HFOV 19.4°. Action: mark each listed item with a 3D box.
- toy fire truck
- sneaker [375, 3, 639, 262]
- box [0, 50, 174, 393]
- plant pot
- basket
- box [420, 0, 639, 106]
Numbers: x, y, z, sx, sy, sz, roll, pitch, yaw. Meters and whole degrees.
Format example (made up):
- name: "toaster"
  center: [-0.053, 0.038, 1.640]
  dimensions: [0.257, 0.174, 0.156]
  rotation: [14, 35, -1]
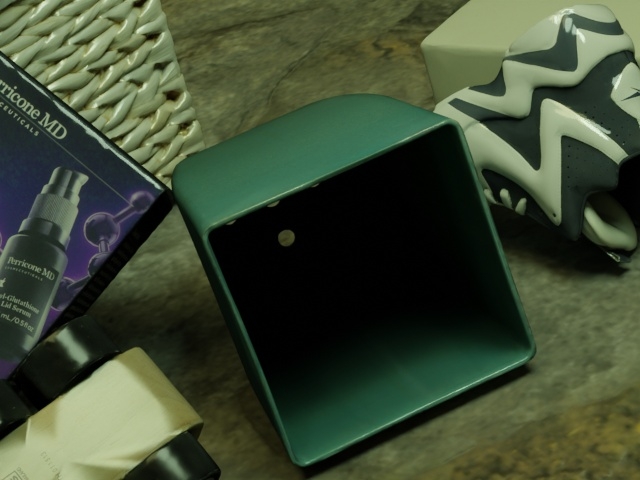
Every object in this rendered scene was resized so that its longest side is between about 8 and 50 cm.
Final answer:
- name: "toy fire truck"
  center: [-0.193, 0.166, 1.085]
  dimensions: [0.217, 0.246, 0.158]
  rotation: [-37, 76, -25]
- name: "sneaker"
  center: [0.140, -0.032, 1.243]
  dimensions: [0.235, 0.153, 0.094]
  rotation: [-39, -20, 33]
- name: "box"
  center: [-0.219, 0.001, 1.230]
  dimensions: [0.207, 0.153, 0.108]
  rotation: [-52, -2, -4]
- name: "plant pot"
  center: [0.000, 0.000, 1.203]
  dimensions: [0.166, 0.165, 0.234]
  rotation: [-24, 22, -9]
- name: "basket"
  center: [-0.316, -0.114, 1.461]
  dimensions: [0.331, 0.266, 0.328]
  rotation: [-39, 35, -29]
- name: "box"
  center: [0.213, -0.105, 1.300]
  dimensions: [0.275, 0.113, 0.094]
  rotation: [11, 40, 39]
